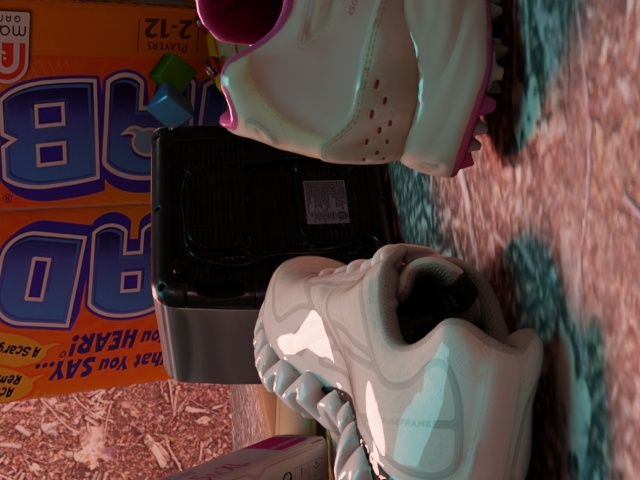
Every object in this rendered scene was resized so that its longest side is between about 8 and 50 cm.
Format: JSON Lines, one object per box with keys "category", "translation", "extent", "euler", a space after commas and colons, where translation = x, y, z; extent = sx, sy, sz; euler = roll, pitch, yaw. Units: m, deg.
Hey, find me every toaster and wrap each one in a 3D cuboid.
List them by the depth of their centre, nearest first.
{"category": "toaster", "translation": [-0.032, 0.010, 0.874], "extent": [0.110, 0.168, 0.186], "euler": [92, 173, -49]}

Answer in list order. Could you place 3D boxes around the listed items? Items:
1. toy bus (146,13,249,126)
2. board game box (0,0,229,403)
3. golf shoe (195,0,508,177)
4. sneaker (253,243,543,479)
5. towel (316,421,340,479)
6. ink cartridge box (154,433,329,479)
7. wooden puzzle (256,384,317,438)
{"category": "toy bus", "translation": [-0.034, -0.168, 1.041], "extent": [0.191, 0.104, 0.202], "euler": [-7, 51, 52]}
{"category": "board game box", "translation": [-0.261, -0.077, 1.261], "extent": [0.356, 0.356, 0.357], "euler": [23, 112, 51]}
{"category": "golf shoe", "translation": [0.005, -0.168, 0.633], "extent": [0.115, 0.140, 0.306], "euler": [96, 171, -55]}
{"category": "sneaker", "translation": [0.039, 0.051, 0.628], "extent": [0.292, 0.110, 0.118], "euler": [-134, 49, -67]}
{"category": "towel", "translation": [0.020, 0.218, 1.042], "extent": [0.325, 0.038, 0.248], "euler": [-117, 25, -70]}
{"category": "ink cartridge box", "translation": [-0.057, 0.317, 0.926], "extent": [0.185, 0.065, 0.311], "euler": [-9, -85, -55]}
{"category": "wooden puzzle", "translation": [-0.033, 0.070, 1.088], "extent": [0.239, 0.044, 0.221], "euler": [-120, 30, -63]}
